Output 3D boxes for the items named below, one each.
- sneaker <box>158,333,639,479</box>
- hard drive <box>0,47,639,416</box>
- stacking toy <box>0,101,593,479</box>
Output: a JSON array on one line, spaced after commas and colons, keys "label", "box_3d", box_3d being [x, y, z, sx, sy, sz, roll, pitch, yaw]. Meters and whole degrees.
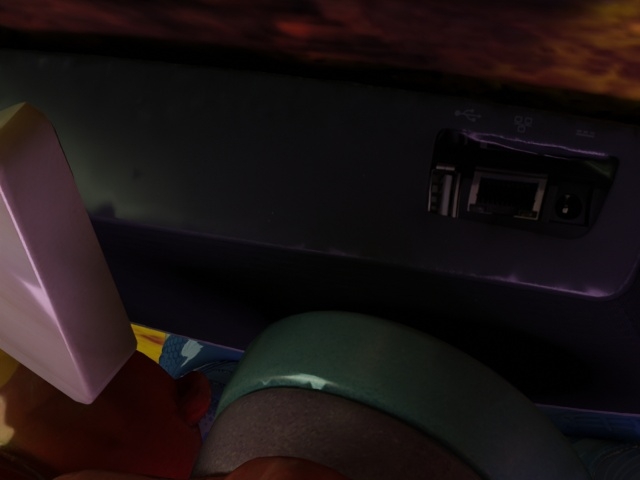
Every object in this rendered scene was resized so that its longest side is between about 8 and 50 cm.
[{"label": "sneaker", "box_3d": [0.081, 0.125, 0.737, 0.330, 0.147, 0.130, 14, 164, 2]}, {"label": "hard drive", "box_3d": [0.000, 0.000, 0.553, 0.255, 0.054, 0.172, 9, 163, 23]}, {"label": "stacking toy", "box_3d": [-0.069, 0.039, 0.553, 0.309, 0.130, 0.279, -2, 130, 43]}]
